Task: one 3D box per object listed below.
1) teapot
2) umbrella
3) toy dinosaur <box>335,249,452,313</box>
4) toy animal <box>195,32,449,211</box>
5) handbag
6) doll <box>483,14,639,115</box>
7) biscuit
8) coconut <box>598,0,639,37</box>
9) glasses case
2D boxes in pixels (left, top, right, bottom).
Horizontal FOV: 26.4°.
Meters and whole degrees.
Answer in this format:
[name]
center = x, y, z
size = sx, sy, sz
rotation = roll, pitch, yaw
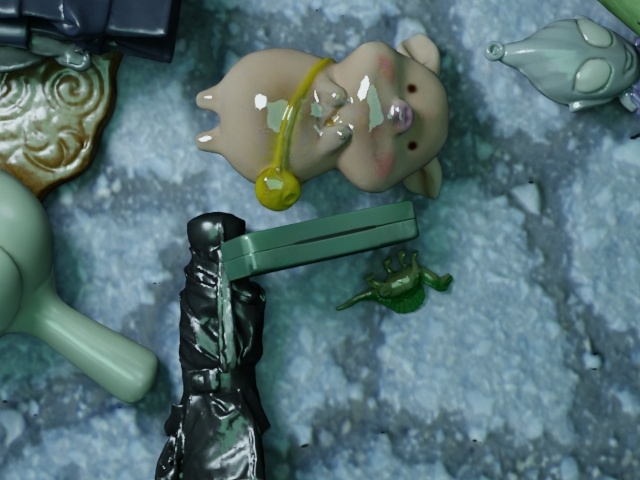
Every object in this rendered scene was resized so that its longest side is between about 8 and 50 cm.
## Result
[teapot]
center = -0.309, 0.037, 1.331
size = 0.318, 0.149, 0.219
rotation = 4, 123, -14
[umbrella]
center = -0.105, 0.149, 1.351
size = 0.113, 0.106, 0.357
rotation = 0, 90, 6
[toy dinosaur]
center = 0.073, 0.051, 1.386
size = 0.120, 0.029, 0.060
rotation = -30, 104, 3
[toy animal]
center = 0.003, -0.116, 1.331
size = 0.248, 0.149, 0.165
rotation = 1, 106, -5
[handbag]
center = -0.292, -0.278, 1.317
size = 0.326, 0.118, 0.269
rotation = 7, 70, -2
[doll]
center = 0.272, -0.172, 1.356
size = 0.228, 0.075, 0.102
rotation = 10, 73, -9
[biscuit]
center = -0.339, -0.159, 1.390
size = 0.257, 0.049, 0.272
rotation = 25, 92, 2
[coconut]
center = 0.381, -0.293, 1.250
size = 0.329, 0.281, 0.328
rotation = 0, 90, -17
[glasses case]
center = 0.000, 0.000, 1.328
size = 0.184, 0.078, 0.039
rotation = -12, 88, -24
